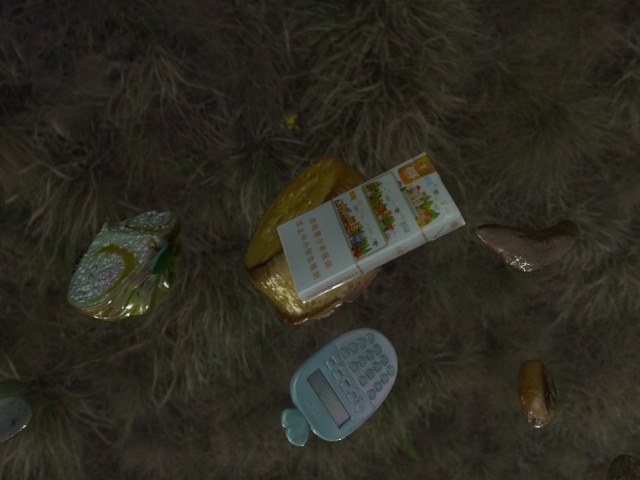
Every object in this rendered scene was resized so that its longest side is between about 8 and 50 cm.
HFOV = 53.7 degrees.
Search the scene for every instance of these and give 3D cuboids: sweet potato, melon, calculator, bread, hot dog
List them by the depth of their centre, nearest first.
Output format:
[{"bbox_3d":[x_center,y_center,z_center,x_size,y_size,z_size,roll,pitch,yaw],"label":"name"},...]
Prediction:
[{"bbox_3d":[-0.544,0.293,1.069,0.131,0.098,0.098,-28,130,-27],"label":"melon"},{"bbox_3d":[0.367,0.254,1.087,0.060,0.140,0.089,-17,126,33],"label":"hot dog"},{"bbox_3d":[-0.332,0.048,1.175,0.260,0.158,0.156,-68,150,-26],"label":"bread"},{"bbox_3d":[0.038,0.302,1.304,0.295,0.042,0.184,-35,101,-22],"label":"calculator"},{"bbox_3d":[0.471,0.013,1.425,0.342,0.092,0.113,-4,83,-35],"label":"sweet potato"},{"bbox_3d":[0.000,0.000,1.445,0.215,0.398,0.398,40,101,-21],"label":"bread"}]

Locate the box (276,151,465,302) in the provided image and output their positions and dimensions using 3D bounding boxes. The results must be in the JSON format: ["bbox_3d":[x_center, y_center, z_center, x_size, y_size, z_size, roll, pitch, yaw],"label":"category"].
[{"bbox_3d":[0.057,-0.019,0.800,0.221,0.122,0.032,-27,139,9],"label":"box"}]

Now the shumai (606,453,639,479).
[{"bbox_3d":[0.586,0.480,1.098,0.153,0.209,0.161,2,158,-14],"label":"shumai"}]
